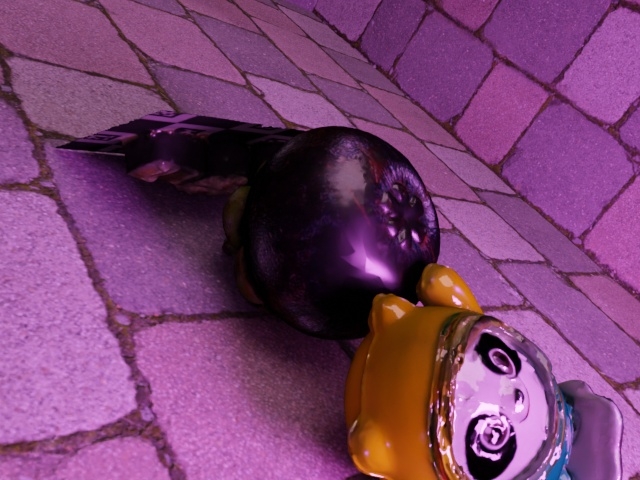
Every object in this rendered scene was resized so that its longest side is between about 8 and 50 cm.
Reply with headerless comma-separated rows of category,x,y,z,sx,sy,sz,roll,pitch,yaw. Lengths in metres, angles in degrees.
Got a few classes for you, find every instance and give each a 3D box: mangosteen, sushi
mangosteen,0.014,0.000,0.860,0.300,0.300,0.300,25,27,-14
sushi,-0.172,-0.106,0.973,0.296,0.100,0.373,-5,-1,41

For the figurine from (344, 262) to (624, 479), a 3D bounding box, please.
figurine,0.174,0.206,0.724,0.340,0.231,0.324,29,60,-25
